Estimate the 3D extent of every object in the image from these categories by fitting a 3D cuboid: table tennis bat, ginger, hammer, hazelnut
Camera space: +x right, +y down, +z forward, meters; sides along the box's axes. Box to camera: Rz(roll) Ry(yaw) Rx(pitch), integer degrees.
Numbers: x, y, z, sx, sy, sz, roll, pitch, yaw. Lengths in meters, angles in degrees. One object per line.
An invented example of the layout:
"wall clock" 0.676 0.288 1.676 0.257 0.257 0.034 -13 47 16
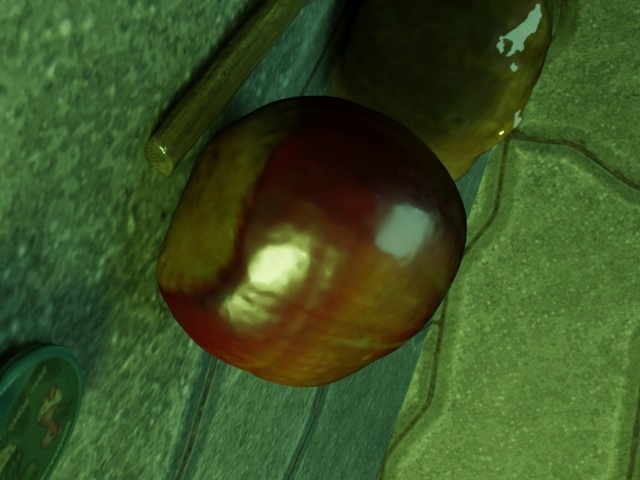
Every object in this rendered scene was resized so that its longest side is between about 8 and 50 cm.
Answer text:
"table tennis bat" -0.192 0.112 0.528 0.201 0.033 0.124 75 36 -72
"ginger" 0.127 -0.200 0.920 0.223 0.200 0.269 62 49 -72
"hammer" -0.032 -0.183 0.718 0.365 0.043 0.111 -57 161 -33
"hazelnut" 0.000 0.000 0.676 0.229 0.229 0.230 19 90 -74
